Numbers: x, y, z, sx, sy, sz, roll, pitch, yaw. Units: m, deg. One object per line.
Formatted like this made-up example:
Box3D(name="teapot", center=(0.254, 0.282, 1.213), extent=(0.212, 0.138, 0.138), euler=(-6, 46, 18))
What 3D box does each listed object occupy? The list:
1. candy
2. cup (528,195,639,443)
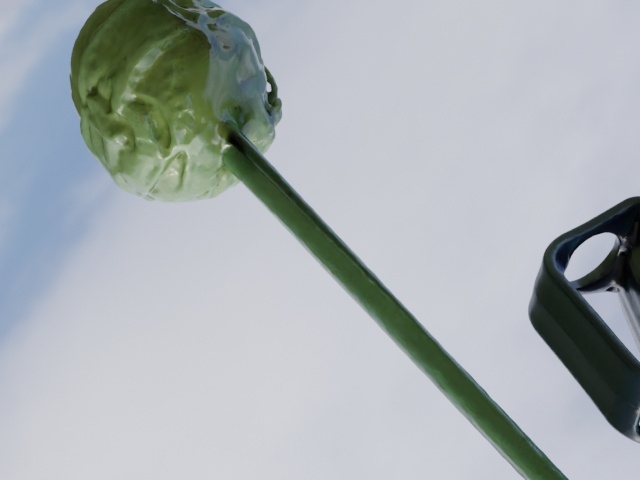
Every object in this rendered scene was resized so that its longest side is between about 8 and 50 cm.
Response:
Box3D(name="candy", center=(0.000, 0.000, 0.604), extent=(0.335, 0.092, 0.093), euler=(45, -63, 41))
Box3D(name="cup", center=(0.175, 0.047, 0.624), extent=(0.155, 0.176, 0.131), euler=(-93, -169, -57))
